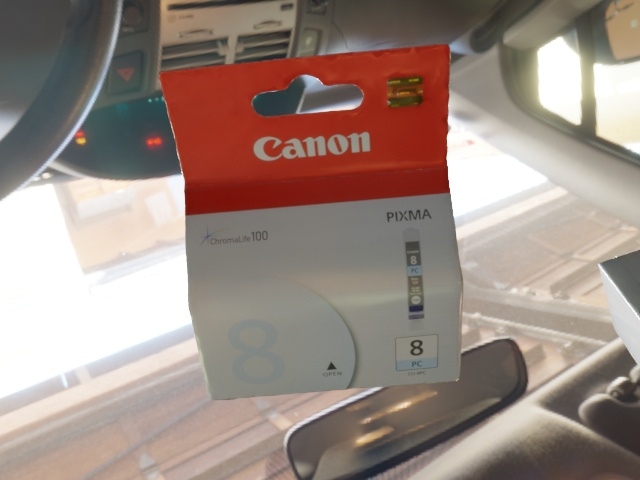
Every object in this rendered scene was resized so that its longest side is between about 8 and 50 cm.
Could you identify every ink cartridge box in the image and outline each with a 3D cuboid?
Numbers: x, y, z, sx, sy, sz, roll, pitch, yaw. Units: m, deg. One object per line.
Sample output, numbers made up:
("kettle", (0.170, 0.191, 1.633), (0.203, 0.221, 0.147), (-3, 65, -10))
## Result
("ink cartridge box", (0.000, 0.000, 0.618), (0.308, 0.385, 0.091), (-5, -151, 2))

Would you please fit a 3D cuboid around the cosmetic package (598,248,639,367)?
("cosmetic package", (0.501, 0.097, 0.666), (0.224, 0.138, 0.224), (-23, -153, 14))
